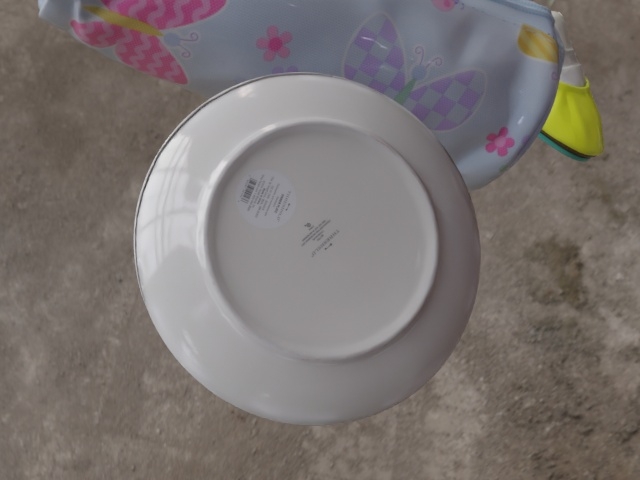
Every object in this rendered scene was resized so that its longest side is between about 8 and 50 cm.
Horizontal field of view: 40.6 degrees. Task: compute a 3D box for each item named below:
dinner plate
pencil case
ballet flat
[{"bbox_3d":[0.000,0.000,0.336,0.141,0.017,0.141,3,78,-14],"label":"dinner plate"},{"bbox_3d":[-0.006,-0.121,0.454,0.273,0.124,0.113,22,25,-24],"label":"pencil case"},{"bbox_3d":[0.146,-0.161,0.682,0.077,0.077,0.231,-17,57,-46],"label":"ballet flat"}]
